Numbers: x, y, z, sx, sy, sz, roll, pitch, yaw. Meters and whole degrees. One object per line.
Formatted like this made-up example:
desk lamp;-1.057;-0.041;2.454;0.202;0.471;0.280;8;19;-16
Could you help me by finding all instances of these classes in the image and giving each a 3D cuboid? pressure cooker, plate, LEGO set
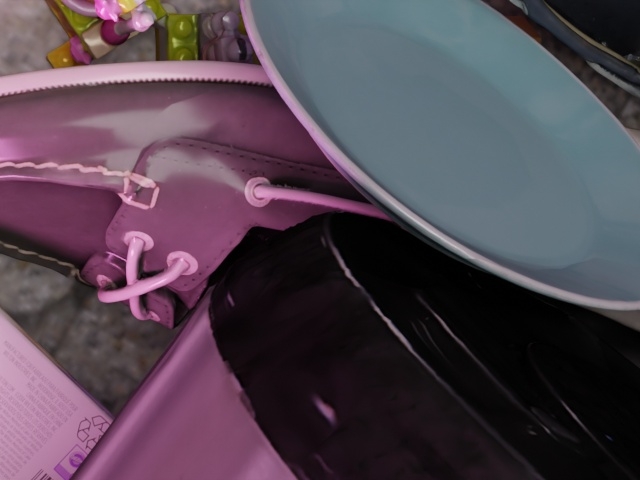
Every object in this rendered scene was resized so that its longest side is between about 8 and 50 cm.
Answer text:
pressure cooker;0.010;0.245;0.598;0.375;0.370;0.420;26;103;-50
plate;0.047;-0.039;0.660;0.188;0.188;0.024;30;120;-15
LEGO set;-0.037;-0.106;0.721;0.287;0.107;0.132;35;82;-14

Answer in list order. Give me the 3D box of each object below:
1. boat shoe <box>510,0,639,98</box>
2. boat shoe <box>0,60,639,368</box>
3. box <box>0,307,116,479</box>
boat shoe;0.149;-0.091;0.739;0.254;0.079;0.095;32;114;-20
boat shoe;0.000;0.000;0.726;0.335;0.112;0.095;4;68;-19
box;-0.188;0.004;0.704;0.324;0.063;0.067;45;79;-13
